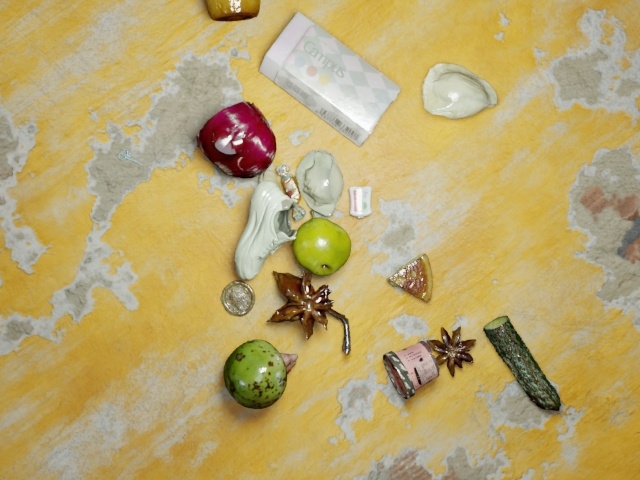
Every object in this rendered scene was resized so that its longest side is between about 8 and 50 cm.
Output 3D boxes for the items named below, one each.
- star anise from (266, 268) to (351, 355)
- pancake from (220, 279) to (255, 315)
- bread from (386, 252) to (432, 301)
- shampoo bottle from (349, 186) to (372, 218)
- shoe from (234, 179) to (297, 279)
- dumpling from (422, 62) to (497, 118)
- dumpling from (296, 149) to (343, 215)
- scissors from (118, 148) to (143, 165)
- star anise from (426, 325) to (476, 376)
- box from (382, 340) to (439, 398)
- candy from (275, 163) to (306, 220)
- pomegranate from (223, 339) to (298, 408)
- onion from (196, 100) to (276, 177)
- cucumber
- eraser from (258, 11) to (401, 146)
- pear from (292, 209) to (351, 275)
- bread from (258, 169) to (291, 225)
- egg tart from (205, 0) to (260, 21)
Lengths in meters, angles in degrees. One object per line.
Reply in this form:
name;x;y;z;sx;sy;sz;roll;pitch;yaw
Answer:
star anise;-0.026;0.223;1.939;0.346;0.148;0.237;43;111;-6
pancake;-0.259;0.182;1.985;0.114;0.011;0.115;0;90;-2
bread;0.299;0.102;1.990;0.154;0.054;0.136;25;92;-9
shampoo bottle;0.125;-0.118;1.978;0.072;0.043;0.099;-1;92;-3
shoe;-0.145;-0.011;1.884;0.159;0.124;0.317;21;109;25
dumpling;0.427;-0.468;1.950;0.251;0.131;0.180;-9;68;-12
dumpling;-0.008;-0.177;1.947;0.154;0.111;0.181;10;80;29
scissors;-0.585;-0.252;1.956;0.083;0.006;0.036;31;92;-4
star anise;0.414;0.349;2.002;0.167;0.057;0.168;0;91;-4
box;0.286;0.393;1.955;0.135;0.151;0.151;-25;93;-10
candy;-0.088;-0.150;1.967;0.053;0.046;0.182;-18;88;1
pomegranate;-0.171;0.394;1.921;0.247;0.214;0.215;-17;93;-41
onion;-0.233;-0.287;1.873;0.216;0.206;0.207;-41;93;0
cucumber;0.647;0.406;2.003;0.096;0.096;0.360;-33;96;-1
eraser;0.028;-0.492;1.942;0.396;0.082;0.213;36;89;-4
pear;0.000;0.000;1.928;0.180;0.216;0.166;13;133;-27
bread;-0.144;-0.115;1.961;0.073;0.053;0.215;-17;93;2
egg tart;-0.257;-0.734;1.872;0.202;0.202;0.147;-6;101;-3
